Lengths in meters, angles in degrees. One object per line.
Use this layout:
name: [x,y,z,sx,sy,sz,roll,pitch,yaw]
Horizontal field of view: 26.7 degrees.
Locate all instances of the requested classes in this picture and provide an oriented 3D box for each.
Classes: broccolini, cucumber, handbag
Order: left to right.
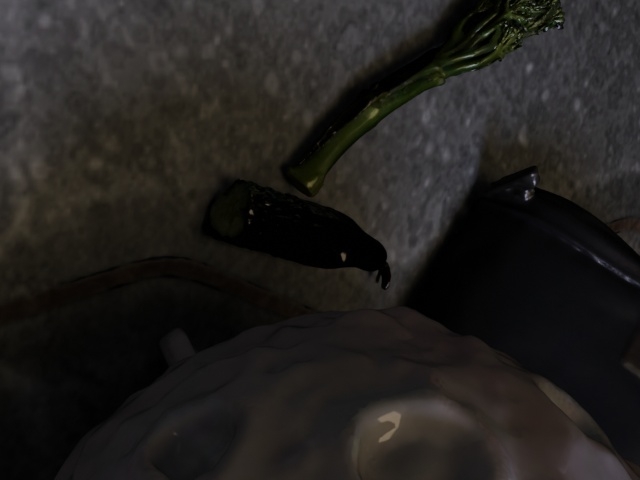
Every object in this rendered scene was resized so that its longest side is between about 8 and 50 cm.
cucumber: [0.000,0.000,0.788,0.163,0.039,0.043,15,113,-48]
broccolini: [0.068,-0.100,0.825,0.239,0.051,0.054,-39,92,-29]
handbag: [0.157,0.139,0.906,0.302,0.178,0.275,-55,137,-20]

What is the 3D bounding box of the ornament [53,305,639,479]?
ornament: [0.015,0.203,0.640,0.337,0.337,0.337,-20,117,-44]
